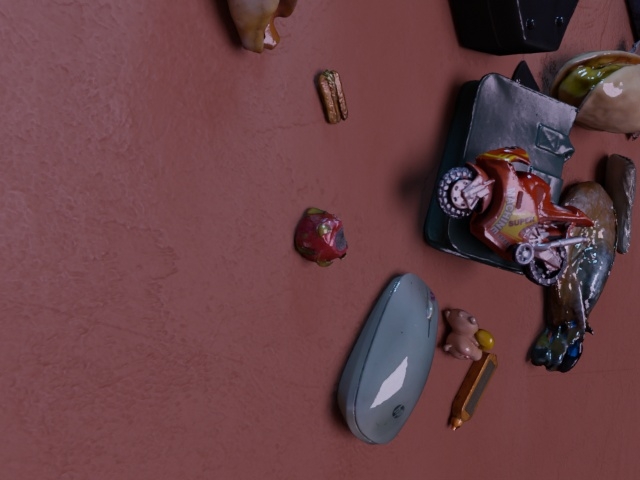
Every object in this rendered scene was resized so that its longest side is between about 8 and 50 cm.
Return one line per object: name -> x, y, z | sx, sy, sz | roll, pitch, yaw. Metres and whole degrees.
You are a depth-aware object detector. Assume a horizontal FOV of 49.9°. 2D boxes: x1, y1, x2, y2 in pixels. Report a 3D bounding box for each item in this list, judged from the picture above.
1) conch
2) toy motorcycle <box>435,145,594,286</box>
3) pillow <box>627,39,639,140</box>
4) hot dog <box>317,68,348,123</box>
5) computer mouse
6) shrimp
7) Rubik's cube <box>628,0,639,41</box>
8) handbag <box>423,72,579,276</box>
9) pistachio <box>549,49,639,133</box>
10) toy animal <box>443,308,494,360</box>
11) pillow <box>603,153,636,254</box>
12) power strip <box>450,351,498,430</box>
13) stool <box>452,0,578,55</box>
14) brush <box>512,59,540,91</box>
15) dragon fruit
conch -> -0.087, -0.363, 0.823 | 0.158, 0.127, 0.255 | -53, 161, -61
toy motorcycle -> 0.322, -0.049, 1.130 | 0.298, 0.089, 0.171 | 35, 79, -22
pillow -> 0.769, -0.364, 1.685 | 0.135, 0.049, 0.248 | -59, 136, -17
hot dog -> 0.016, -0.209, 1.002 | 0.037, 0.021, 0.083 | -23, 118, -17
computer mouse -> 0.132, 0.200, 1.145 | 0.159, 0.097, 0.289 | 44, 69, -38
shrimp -> 0.573, 0.078, 1.551 | 0.221, 0.109, 0.446 | 23, 79, -39
Rubik's cube -> 0.976, -0.594, 1.628 | 0.359, 0.362, 0.363 | -50, 127, -22
handbag -> 0.326, -0.114, 1.226 | 0.238, 0.089, 0.327 | 17, 84, -21
pistachio -> 0.608, -0.307, 1.457 | 0.299, 0.187, 0.188 | -1, 99, -38
toy animal -> 0.271, 0.187, 1.288 | 0.082, 0.091, 0.114 | -46, 129, -10
pillow -> 0.714, -0.089, 1.647 | 0.050, 0.128, 0.230 | -2, 104, 2
power strip -> 0.303, 0.301, 1.378 | 0.049, 0.028, 0.178 | 49, 65, -39
stool -> 0.338, -0.431, 1.184 | 0.232, 0.141, 0.233 | -11, 106, -43
brush -> 0.438, -0.279, 1.399 | 0.193, 0.016, 0.063 | 45, 68, -39
dragon fruit -> 0.000, 0.000, 1.003 | 0.060, 0.056, 0.083 | -32, 121, -37
